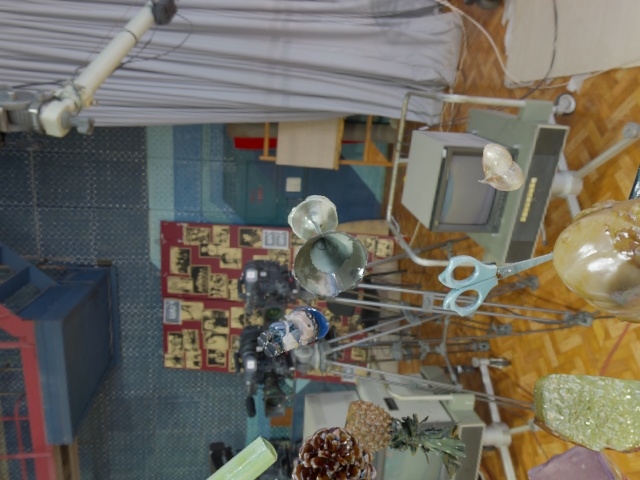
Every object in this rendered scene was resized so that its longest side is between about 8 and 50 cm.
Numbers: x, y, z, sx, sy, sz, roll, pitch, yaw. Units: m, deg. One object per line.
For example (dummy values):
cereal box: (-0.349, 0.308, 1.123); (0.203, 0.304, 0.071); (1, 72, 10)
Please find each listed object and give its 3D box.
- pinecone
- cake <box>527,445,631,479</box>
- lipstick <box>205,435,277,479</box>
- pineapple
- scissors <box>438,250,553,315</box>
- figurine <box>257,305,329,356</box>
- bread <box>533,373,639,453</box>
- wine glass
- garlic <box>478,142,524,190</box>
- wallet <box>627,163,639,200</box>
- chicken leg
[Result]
pinecone: (0.020, 0.263, 0.517); (0.109, 0.102, 0.102); (109, 160, -45)
cake: (0.720, 0.730, 1.150); (0.230, 0.237, 0.309); (-42, 12, 24)
lipstick: (-0.244, 0.601, 1.089); (0.076, 0.304, 0.076); (49, 162, 22)
pineapple: (0.192, 0.454, 1.026); (0.119, 0.278, 0.130); (85, -164, -72)
scissors: (0.501, 0.087, 1.236); (0.029, 0.360, 0.191); (-116, 8, -66)
figurine: (-0.050, 0.167, 0.802); (0.077, 0.136, 0.079); (49, 139, 18)
bread: (0.350, 0.214, 0.555); (0.125, 0.156, 0.086); (29, -119, -54)
wine glass: (0.000, 0.000, 0.752); (0.183, 0.122, 0.122); (-115, 27, -62)
garlic: (0.542, -0.222, 1.356); (0.099, 0.174, 0.124); (-53, 36, -4)
wallet: (0.922, -0.102, 1.183); (0.046, 0.191, 0.378); (-41, -41, -57)
chicken leg: (0.568, -0.003, 0.620); (0.409, 0.295, 0.182); (-44, 13, 38)
